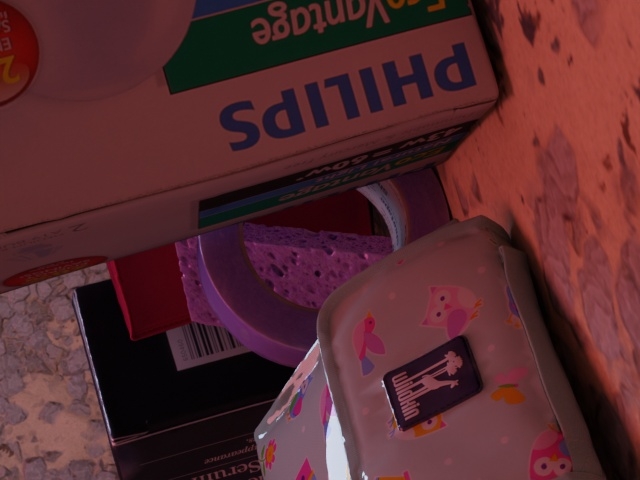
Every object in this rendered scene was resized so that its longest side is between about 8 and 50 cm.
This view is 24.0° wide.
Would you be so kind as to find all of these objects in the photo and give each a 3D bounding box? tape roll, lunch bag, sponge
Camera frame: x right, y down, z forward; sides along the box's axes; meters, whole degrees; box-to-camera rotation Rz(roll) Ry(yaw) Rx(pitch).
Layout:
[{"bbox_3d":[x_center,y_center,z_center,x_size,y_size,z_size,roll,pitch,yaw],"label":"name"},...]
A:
[{"bbox_3d":[0.000,0.000,1.146,0.080,0.189,0.189,112,142,-74],"label":"tape roll"},{"bbox_3d":[0.074,0.142,0.982,0.262,0.160,0.223,-59,33,39],"label":"lunch bag"},{"bbox_3d":[-0.022,0.038,1.333,0.031,0.210,0.117,-67,-22,-43],"label":"sponge"}]

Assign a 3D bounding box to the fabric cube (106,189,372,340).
[{"bbox_3d":[-0.111,-0.106,1.441,0.258,0.254,0.259,-115,13,-44],"label":"fabric cube"}]

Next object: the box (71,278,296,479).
[{"bbox_3d":[-0.074,0.212,1.610,0.395,0.293,0.212,84,167,-48],"label":"box"}]

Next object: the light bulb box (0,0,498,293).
[{"bbox_3d":[-0.115,-0.190,1.000,0.225,0.358,0.361,125,128,-81],"label":"light bulb box"}]
